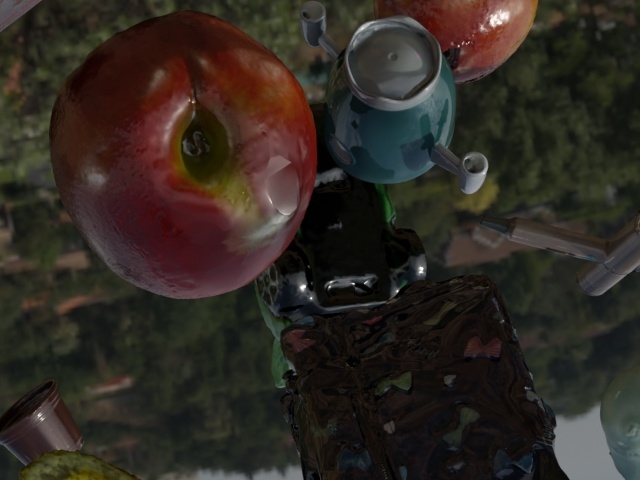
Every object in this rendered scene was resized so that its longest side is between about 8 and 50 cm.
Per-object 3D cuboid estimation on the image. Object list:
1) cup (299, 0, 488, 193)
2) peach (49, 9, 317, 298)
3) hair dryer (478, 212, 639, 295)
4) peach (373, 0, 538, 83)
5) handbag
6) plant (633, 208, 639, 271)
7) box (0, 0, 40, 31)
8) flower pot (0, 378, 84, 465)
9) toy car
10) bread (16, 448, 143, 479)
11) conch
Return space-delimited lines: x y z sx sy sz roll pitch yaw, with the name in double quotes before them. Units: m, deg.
"cup" 0.081 -0.171 1.498 0.167 0.299 0.173 -42 165 -12
"peach" -0.135 -0.081 1.314 0.281 0.281 0.338 -11 -179 -10
"hair dryer" 0.338 -0.013 1.780 0.220 0.054 0.195 23 153 -5
"peach" 0.211 -0.367 1.990 0.238 0.281 0.281 -8 176 44
"handbag" 0.063 0.129 0.818 0.162 0.260 0.113 -14 130 -5
"plant" 0.603 -0.002 1.888 0.320 0.182 0.194 -25 -165 -29
"box" -0.331 -0.240 1.285 0.125 0.043 0.089 -40 177 -8
"flower pot" -0.351 0.244 1.640 0.111 0.089 0.111 -35 -167 10
"toy car" 0.000 0.000 1.717 0.213 0.359 0.176 -7 168 -25
"bread" -0.161 0.283 0.991 0.186 0.257 0.124 -18 137 -59
"conch" 0.508 0.285 1.916 0.185 0.221 0.121 -52 -156 11
